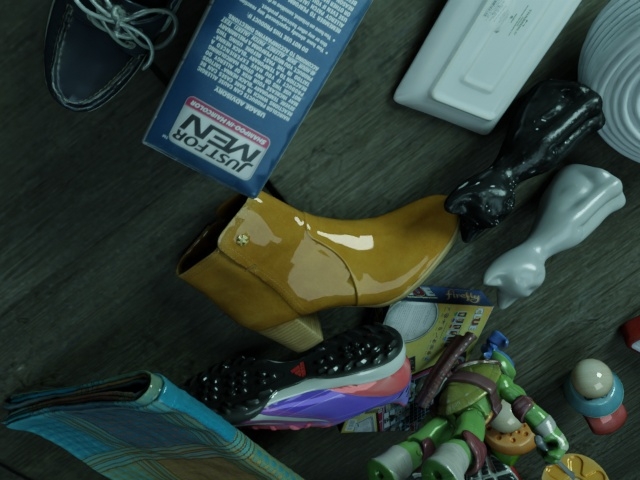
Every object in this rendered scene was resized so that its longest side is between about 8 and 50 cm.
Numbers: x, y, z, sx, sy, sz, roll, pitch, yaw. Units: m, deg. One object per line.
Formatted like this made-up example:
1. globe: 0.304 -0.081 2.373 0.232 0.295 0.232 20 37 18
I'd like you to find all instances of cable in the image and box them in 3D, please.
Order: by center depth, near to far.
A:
1. cable: 0.418 -0.180 0.661 0.257 0.089 0.257 6 148 11

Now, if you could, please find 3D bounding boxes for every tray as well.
1. tray: 0.202 -0.234 0.633 0.145 0.030 0.270 14 124 -26

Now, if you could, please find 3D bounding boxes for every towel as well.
1. towel: -0.183 0.288 0.782 0.272 0.040 0.370 -16 131 29

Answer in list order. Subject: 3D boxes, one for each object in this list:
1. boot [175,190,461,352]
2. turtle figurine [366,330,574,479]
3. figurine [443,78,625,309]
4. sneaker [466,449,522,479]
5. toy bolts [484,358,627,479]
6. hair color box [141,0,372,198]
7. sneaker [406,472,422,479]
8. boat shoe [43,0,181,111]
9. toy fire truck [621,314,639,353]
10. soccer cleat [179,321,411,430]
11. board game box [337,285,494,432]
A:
1. boot: -0.001 0.000 0.693 0.295 0.104 0.211 -39 125 12
2. turtle figurine: 0.203 0.280 0.792 0.266 0.198 0.274 -23 125 -45
3. figurine: 0.249 -0.041 0.721 0.209 0.092 0.215 -44 127 -12
4. sneaker: 0.355 0.487 1.118 0.107 0.118 0.279 -25 103 27
5. toy bolts: 0.386 0.291 0.947 0.228 0.218 0.158 -37 139 -2
6. hair color box: -0.012 -0.224 0.495 0.105 0.174 0.347 28 110 -16
7. sneaker: 0.226 0.477 1.044 0.086 0.132 0.228 -60 136 -23
8. boat shoe: -0.161 -0.213 0.519 0.095 0.079 0.254 32 107 -32
9. toy fire truck: 0.680 0.149 0.999 0.302 0.169 0.254 25 134 -29
10. soccer cleat: -0.036 0.205 0.789 0.318 0.108 0.116 -17 119 2
11. board game box: 0.130 0.177 0.885 0.165 0.042 0.243 6 119 -22
